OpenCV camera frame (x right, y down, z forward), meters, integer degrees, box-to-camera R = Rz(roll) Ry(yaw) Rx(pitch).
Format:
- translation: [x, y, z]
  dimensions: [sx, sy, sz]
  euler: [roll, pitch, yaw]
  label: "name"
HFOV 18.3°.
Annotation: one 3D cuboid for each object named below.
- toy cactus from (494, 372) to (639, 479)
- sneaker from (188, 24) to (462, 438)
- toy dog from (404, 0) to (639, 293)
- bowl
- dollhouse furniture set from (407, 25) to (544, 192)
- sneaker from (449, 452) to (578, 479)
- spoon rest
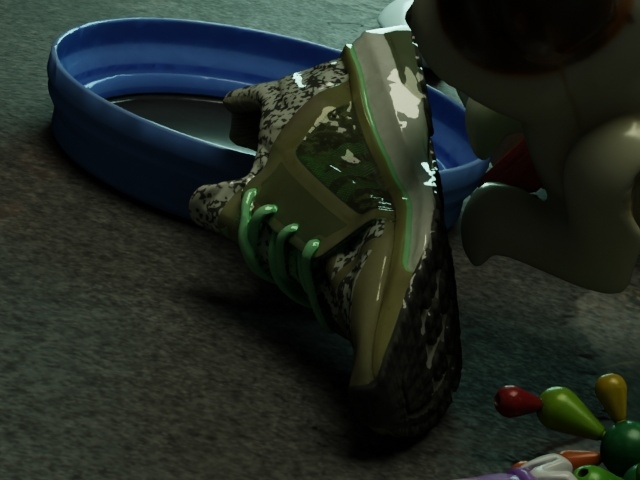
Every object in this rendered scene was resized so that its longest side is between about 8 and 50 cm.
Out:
- translation: [0.223, 0.147, 1.240]
  dimensions: [0.180, 0.112, 0.219]
  euler: [12, 9, -35]
  label: "toy cactus"
- translation: [0.000, 0.000, 1.408]
  dimensions: [0.182, 0.158, 0.410]
  euler: [-9, 34, 4]
  label: "sneaker"
- translation: [0.242, -0.107, 1.336]
  dimensions: [0.408, 0.395, 0.284]
  euler: [35, 48, -18]
  label: "toy dog"
- translation: [-0.048, -0.097, 1.733]
  dimensions: [0.391, 0.077, 0.391]
  euler: [12, 20, -5]
  label: "bowl"
- translation: [0.258, -0.210, 1.765]
  dimensions: [0.152, 0.374, 0.201]
  euler: [-7, 67, -37]
  label: "dollhouse furniture set"
- translation: [0.104, 0.188, 1.054]
  dimensions: [0.105, 0.095, 0.236]
  euler: [3, 17, -11]
  label: "sneaker"
- translation: [0.128, -0.233, 2.248]
  dimensions: [0.137, 0.084, 0.276]
  euler: [16, 6, 2]
  label: "spoon rest"
